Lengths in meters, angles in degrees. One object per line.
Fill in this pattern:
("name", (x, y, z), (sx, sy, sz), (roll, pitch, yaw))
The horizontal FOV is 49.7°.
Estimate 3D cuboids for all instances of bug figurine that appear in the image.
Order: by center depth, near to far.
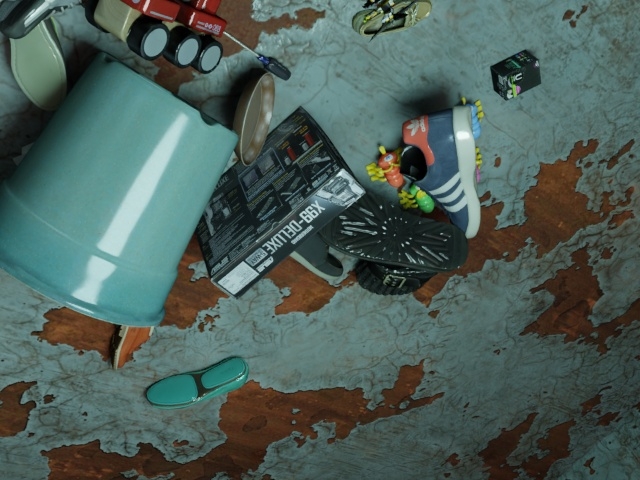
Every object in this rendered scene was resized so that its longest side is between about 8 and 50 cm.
("bug figurine", (0.247, -0.166, 1.462), (0.279, 0.072, 0.216), (-32, 132, 3))

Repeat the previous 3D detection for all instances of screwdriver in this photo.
("screwdriver", (-0.121, -0.328, 1.214), (0.169, 0.024, 0.025), (23, 86, -33))

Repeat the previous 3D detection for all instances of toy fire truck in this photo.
("toy fire truck", (-0.187, -0.382, 1.014), (0.246, 0.158, 0.217), (-61, 161, 16))

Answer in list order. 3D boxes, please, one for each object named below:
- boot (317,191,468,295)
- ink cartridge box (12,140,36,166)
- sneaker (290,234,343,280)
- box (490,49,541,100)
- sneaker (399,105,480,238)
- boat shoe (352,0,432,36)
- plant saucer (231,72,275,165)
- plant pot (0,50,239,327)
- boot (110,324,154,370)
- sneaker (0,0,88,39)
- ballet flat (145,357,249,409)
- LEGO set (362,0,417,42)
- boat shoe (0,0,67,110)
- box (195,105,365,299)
("boot", (0.114, 0.019, 1.476), (0.347, 0.131, 0.260), (20, 162, -12))
("ink cartridge box", (-0.482, -0.147, 1.196), (0.083, 0.028, 0.048), (-24, 131, -4))
("sneaker", (0.000, 0.000, 1.480), (0.118, 0.083, 0.222), (-48, 132, 10))
("box", (0.397, -0.336, 1.405), (0.083, 0.052, 0.062), (-26, 133, -3))
("sneaker", (0.237, -0.126, 1.374), (0.148, 0.131, 0.350), (-5, 141, 13))
("boat shoe", (0.135, -0.400, 1.247), (0.152, 0.048, 0.056), (-15, 130, -12))
("plant saucer", (-0.121, -0.217, 1.228), (0.029, 0.168, 0.169), (16, 125, 7))
("plant pot", (-0.319, -0.092, 1.108), (0.341, 0.341, 0.334), (29, 95, -37))
("boot", (-0.407, 0.219, 1.497), (0.084, 0.059, 0.158), (6, 122, -33))
("sneaker", (-0.355, -0.345, 1.004), (0.229, 0.086, 0.132), (-63, 148, -22))
("ballet flat", (-0.283, 0.352, 1.639), (0.247, 0.083, 0.087), (-18, 145, -6))
("LEGO set", (0.158, -0.451, 1.083), (0.331, 0.255, 0.192), (-39, 115, 0))
("boat shoe", (-0.438, -0.312, 1.058), (0.081, 0.069, 0.228), (-7, 129, -1))
("box", (-0.095, -0.075, 1.275), (0.307, 0.242, 0.076), (-40, 130, 9))
